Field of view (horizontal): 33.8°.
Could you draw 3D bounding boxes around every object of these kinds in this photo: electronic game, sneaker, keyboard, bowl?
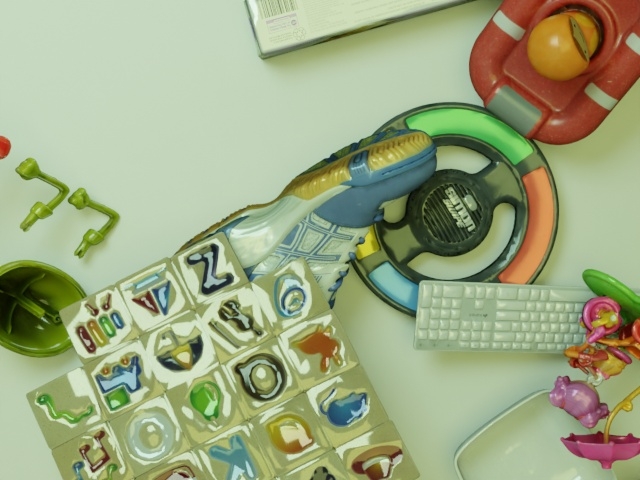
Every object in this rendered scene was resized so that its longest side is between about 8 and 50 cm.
[{"bbox_3d":[0.133,-0.028,1.090,0.229,0.048,0.229,0,92,-4],"label":"electronic game"},{"bbox_3d":[0.000,0.000,1.041,0.296,0.112,0.131,-29,100,20],"label":"sneaker"},{"bbox_3d":[0.219,0.081,1.092,0.256,0.014,0.072,3,104,-15],"label":"keyboard"},{"bbox_3d":[0.220,0.238,1.107,0.142,0.053,0.142,-35,95,-3],"label":"bowl"}]

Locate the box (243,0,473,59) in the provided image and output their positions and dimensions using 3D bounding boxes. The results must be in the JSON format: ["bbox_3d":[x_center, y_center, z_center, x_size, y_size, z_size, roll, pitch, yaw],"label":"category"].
[{"bbox_3d":[0.085,-0.257,1.067,0.324,0.063,0.067,-17,95,-3],"label":"box"}]

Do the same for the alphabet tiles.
[{"bbox_3d":[-0.090,0.175,0.949,0.285,0.011,0.342,-27,77,-6],"label":"alphabet tiles"}]

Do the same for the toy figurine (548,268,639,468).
[{"bbox_3d":[0.289,0.141,1.046,0.173,0.130,0.159,38,81,5],"label":"toy figurine"}]

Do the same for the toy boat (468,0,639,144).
[{"bbox_3d":[0.235,-0.191,0.986,0.151,0.151,0.231,38,120,5],"label":"toy boat"}]

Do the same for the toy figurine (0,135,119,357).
[{"bbox_3d":[-0.407,-0.021,1.015,0.362,0.217,0.191,30,72,-48],"label":"toy figurine"}]
